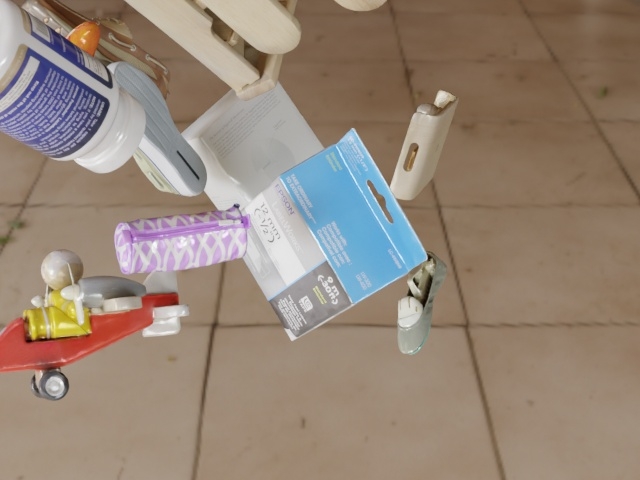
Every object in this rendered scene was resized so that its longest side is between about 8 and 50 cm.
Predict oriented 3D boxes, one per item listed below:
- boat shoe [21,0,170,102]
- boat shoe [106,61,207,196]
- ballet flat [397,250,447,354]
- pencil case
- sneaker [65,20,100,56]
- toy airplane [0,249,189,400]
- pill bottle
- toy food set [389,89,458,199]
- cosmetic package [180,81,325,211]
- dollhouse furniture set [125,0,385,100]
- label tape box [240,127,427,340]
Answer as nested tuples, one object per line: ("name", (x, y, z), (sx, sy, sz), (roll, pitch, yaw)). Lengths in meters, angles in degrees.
("boat shoe", (-0.404, -0.349, 1.826), (0.123, 0.324, 0.116), (-6, 56, 41))
("boat shoe", (-0.313, -0.185, 1.779), (0.094, 0.302, 0.109), (-6, 44, 28))
("ballet flat", (0.174, 0.109, 1.832), (0.072, 0.068, 0.213), (-12, 41, 41))
("pencil case", (-0.205, -0.001, 1.498), (0.206, 0.086, 0.088), (-11, -11, -26))
("sneaker", (-0.386, -0.259, 1.562), (0.067, 0.175, 0.064), (33, 9, 31))
("toy airplane", (-0.472, 0.134, 2.077), (0.386, 0.272, 0.384), (-23, 5, 21))
("pill bottle", (-0.370, -0.199, 1.350), (0.153, 0.153, 0.264), (30, -2, 40))
("toy food set", (0.246, -0.243, 2.463), (0.092, 0.220, 0.306), (22, 24, 12))
("cosmetic package", (-0.141, -0.183, 2.030), (0.224, 0.225, 0.138), (-46, 24, -27))
("dollhouse furniture set", (-0.030, -0.368, 1.228), (0.394, 0.256, 0.362), (-18, 49, 39))
("label tape box", (0.000, 0.000, 1.694), (0.115, 0.347, 0.249), (-27, 85, -33))
